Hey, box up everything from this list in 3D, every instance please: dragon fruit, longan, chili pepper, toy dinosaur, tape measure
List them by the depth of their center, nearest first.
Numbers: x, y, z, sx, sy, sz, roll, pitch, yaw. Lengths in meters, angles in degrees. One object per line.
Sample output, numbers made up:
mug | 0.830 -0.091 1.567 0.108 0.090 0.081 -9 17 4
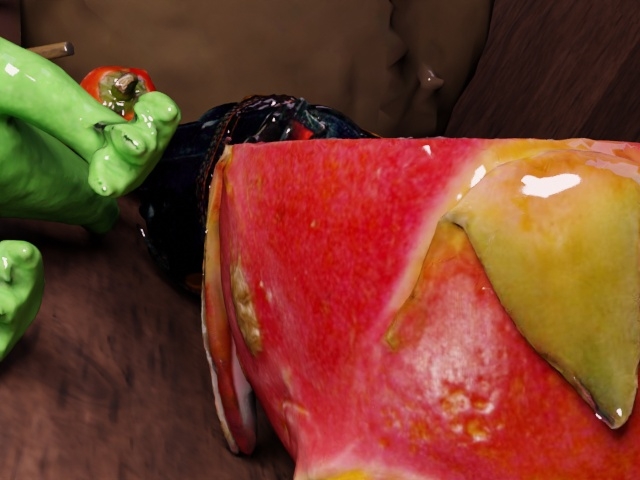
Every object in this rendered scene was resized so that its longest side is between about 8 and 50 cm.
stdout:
dragon fruit | 0.092 0.071 0.664 0.305 0.226 0.305 2 0 0
toy dinosaur | -0.263 -0.083 0.696 0.374 0.144 0.500 30 -6 -10
chili pepper | -0.125 -0.069 0.872 0.059 0.050 0.191 11 -16 -15
tape measure | 0.000 0.000 0.903 0.223 0.135 0.202 29 -16 -27
longan | -0.051 -0.211 1.120 0.404 0.404 0.436 34 -6 8

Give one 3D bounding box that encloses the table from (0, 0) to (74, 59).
table | -0.254 -0.155 0.859 0.240 0.111 0.122 20 58 -53
